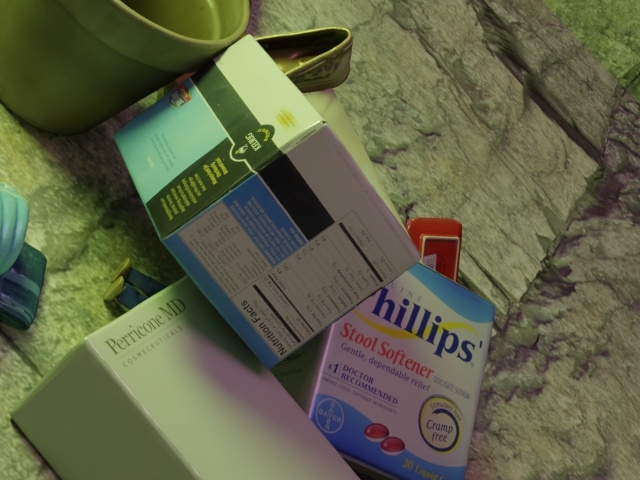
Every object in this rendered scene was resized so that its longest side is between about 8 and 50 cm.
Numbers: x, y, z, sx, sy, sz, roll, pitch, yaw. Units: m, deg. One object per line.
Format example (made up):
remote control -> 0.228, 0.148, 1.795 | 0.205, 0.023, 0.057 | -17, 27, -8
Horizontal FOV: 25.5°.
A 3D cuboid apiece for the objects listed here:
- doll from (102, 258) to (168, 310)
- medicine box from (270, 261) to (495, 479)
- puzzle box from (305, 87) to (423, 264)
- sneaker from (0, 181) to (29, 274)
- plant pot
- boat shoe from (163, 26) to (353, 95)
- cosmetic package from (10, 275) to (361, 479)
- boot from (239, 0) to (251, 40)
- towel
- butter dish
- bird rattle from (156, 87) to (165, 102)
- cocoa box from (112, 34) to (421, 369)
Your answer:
doll -> -0.185, 0.096, 1.817 | 0.189, 0.046, 0.129 | 37, 34, -17
medicine box -> 0.066, 0.173, 1.846 | 0.263, 0.149, 0.289 | 28, 63, -29
puzzle box -> 0.000, 0.000, 2.010 | 0.272, 0.052, 0.409 | -22, 83, -40
sneaker -> -0.453, -0.074, 1.621 | 0.208, 0.127, 0.319 | 14, 39, -57
plant pot -> -0.303, -0.295, 1.879 | 0.323, 0.280, 0.323 | 32, 34, -25
boat shoe -> -0.091, -0.259, 2.066 | 0.285, 0.089, 0.104 | -16, 64, -16
cosmetic package -> -0.105, 0.285, 1.597 | 0.453, 0.161, 0.230 | 49, 31, 3
boot -> -0.205, -0.432, 2.345 | 0.236, 0.089, 0.269 | 41, 30, -32
towel -> -0.359, 0.048, 1.672 | 0.067, 0.029, 0.119 | 32, 34, -25
butter dish -> 0.138, 0.040, 2.218 | 0.160, 0.118, 0.160 | 1, 95, -53
bird rattle -> -0.153, -0.173, 2.126 | 0.207, 0.143, 0.253 | 20, 53, -20
cocoa box -> -0.076, -0.056, 1.713 | 0.231, 0.228, 0.347 | 53, 1, -29
